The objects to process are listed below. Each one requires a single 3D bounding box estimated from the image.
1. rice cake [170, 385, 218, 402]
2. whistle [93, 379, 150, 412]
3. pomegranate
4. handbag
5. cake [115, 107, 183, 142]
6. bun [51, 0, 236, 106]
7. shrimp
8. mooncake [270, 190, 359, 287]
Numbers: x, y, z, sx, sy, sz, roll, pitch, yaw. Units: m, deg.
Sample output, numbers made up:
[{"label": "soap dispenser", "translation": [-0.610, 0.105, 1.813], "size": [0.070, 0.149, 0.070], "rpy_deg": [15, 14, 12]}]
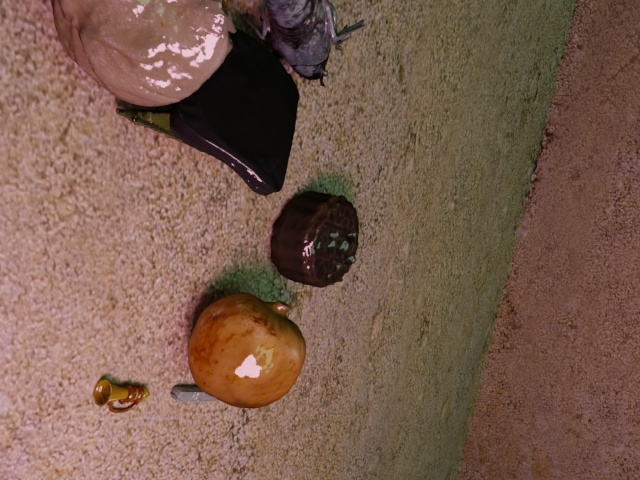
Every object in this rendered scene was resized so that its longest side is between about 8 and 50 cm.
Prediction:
[{"label": "rice cake", "translation": [-0.247, 0.333, 1.052], "size": [0.171, 0.033, 0.029], "rpy_deg": [22, 90, -51]}, {"label": "whistle", "translation": [-0.364, 0.294, 0.895], "size": [0.109, 0.046, 0.057], "rpy_deg": [41, 60, -55]}, {"label": "pomegranate", "translation": [-0.143, 0.216, 0.974], "size": [0.248, 0.248, 0.248], "rpy_deg": [-23, 122, -42]}, {"label": "handbag", "translation": [-0.120, -0.221, 0.772], "size": [0.192, 0.075, 0.332], "rpy_deg": [34, 39, -28]}, {"label": "cake", "translation": [-0.211, -0.203, 0.806], "size": [0.235, 0.100, 0.099], "rpy_deg": [16, 92, -51]}, {"label": "bun", "translation": [-0.235, -0.321, 0.619], "size": [0.205, 0.282, 0.281], "rpy_deg": [36, 78, -41]}, {"label": "shrimp", "translation": [-0.038, -0.394, 0.838], "size": [0.410, 0.222, 0.165], "rpy_deg": [-2, 99, -80]}, {"label": "mooncake", "translation": [0.000, 0.000, 1.121], "size": [0.228, 0.124, 0.228], "rpy_deg": [-23, 121, -43]}]
